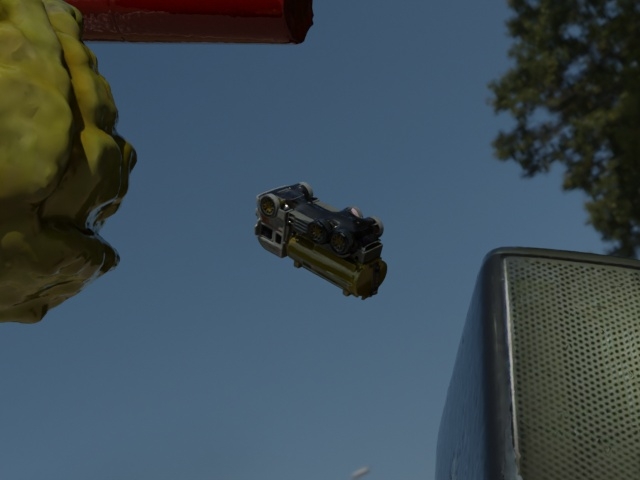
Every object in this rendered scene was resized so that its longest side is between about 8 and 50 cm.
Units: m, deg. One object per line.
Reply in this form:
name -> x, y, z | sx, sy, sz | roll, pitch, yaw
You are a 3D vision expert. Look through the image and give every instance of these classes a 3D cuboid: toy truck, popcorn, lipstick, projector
toy truck -> 0.000, 0.000, 0.916 | 0.052, 0.123, 0.062 | -23, -49, -46
popcorn -> -0.222, -0.053, 0.597 | 0.254, 0.256, 0.195 | -63, 10, -22
lipstick -> -0.144, -0.180, 0.806 | 0.280, 0.073, 0.073 | 4, -14, 20
projector -> 0.265, 0.272, 1.202 | 0.242, 0.405, 0.395 | 5, -46, 1
